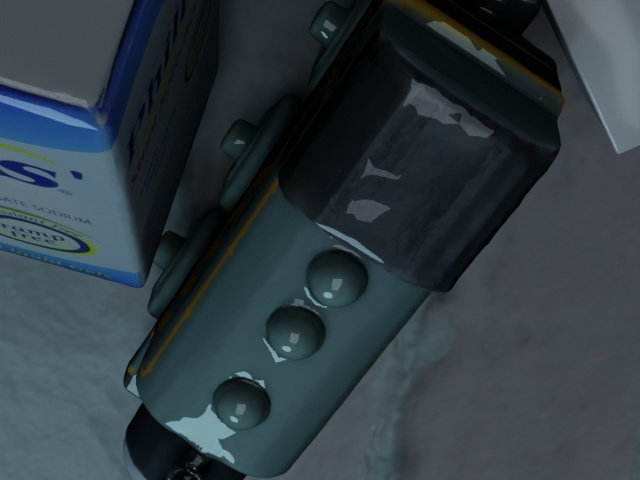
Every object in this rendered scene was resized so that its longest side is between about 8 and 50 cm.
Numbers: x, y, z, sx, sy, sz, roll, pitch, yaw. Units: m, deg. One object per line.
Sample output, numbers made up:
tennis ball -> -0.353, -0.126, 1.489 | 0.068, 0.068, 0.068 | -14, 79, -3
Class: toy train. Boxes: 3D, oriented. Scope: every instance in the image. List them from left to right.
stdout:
toy train -> 0.000, 0.000, 0.607 | 0.142, 0.190, 0.334 | 34, 116, -9

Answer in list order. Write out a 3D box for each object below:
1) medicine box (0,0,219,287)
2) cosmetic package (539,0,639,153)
medicine box -> -0.190, -0.106, 0.524 | 0.263, 0.289, 0.149 | 16, 76, -2
cosmetic package -> 0.125, -0.172, 0.586 | 0.060, 0.099, 0.239 | -26, 109, 12
